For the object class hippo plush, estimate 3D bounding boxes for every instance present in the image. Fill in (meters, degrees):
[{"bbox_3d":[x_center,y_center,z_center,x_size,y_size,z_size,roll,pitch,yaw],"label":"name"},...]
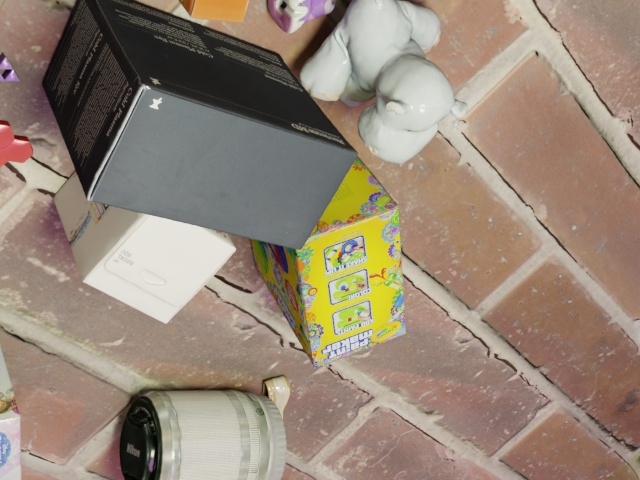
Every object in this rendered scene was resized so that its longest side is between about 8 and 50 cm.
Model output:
[{"bbox_3d":[0.135,-0.257,1.487,0.234,0.236,0.294,-12,149,-36],"label":"hippo plush"}]

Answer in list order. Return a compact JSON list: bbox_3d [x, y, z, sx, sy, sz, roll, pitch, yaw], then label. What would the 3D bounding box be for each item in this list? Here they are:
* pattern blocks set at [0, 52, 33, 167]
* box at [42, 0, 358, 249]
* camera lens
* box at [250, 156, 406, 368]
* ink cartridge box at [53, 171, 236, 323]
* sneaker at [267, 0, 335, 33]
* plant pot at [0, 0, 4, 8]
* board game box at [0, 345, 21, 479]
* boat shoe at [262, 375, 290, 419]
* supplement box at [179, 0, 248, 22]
[{"bbox_3d":[-0.581,-0.183,1.341,0.325,0.026,0.285,-15,130,-18],"label":"pattern blocks set"},{"bbox_3d":[-0.179,-0.173,1.372,0.343,0.312,0.179,14,118,-35],"label":"box"},{"bbox_3d":[-0.231,0.397,1.858,0.274,0.219,0.219,4,123,-31],"label":"camera lens"},{"bbox_3d":[0.000,0.000,1.621,0.177,0.290,0.279,-20,131,-14],"label":"box"},{"bbox_3d":[-0.274,-0.026,1.489,0.168,0.232,0.171,-46,133,11],"label":"ink cartridge box"},{"bbox_3d":[-0.011,-0.424,1.425,0.105,0.095,0.236,-16,136,-26],"label":"sneaker"},{"bbox_3d":[-0.496,-0.314,1.096,0.323,0.280,0.323,-13,126,-19],"label":"plant pot"},{"bbox_3d":[-0.536,0.290,1.539,0.066,0.318,0.318,-8,129,-26],"label":"board game box"},{"bbox_3d":[-0.109,0.354,2.004,0.059,0.063,0.170,1,115,-26],"label":"boat shoe"},{"bbox_3d":[-0.165,-0.372,1.275,0.078,0.233,0.080,-1,129,-28],"label":"supplement box"}]
